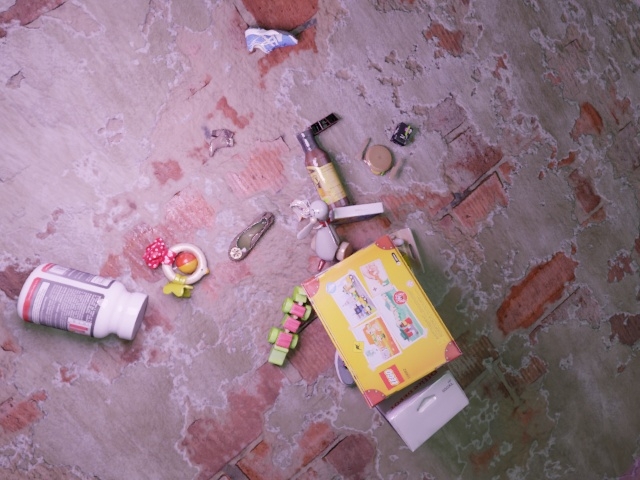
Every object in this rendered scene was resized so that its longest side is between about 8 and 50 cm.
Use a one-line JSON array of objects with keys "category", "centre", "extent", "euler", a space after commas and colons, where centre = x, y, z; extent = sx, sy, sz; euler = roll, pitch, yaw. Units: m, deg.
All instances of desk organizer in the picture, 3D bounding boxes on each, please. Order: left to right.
[{"category": "desk organizer", "centre": [0.012, -0.486, 1.677], "extent": [0.130, 0.050, 0.047], "euler": [-34, 99, -10]}]

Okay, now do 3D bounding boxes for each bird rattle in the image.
[{"category": "bird rattle", "centre": [-0.550, 0.095, 1.554], "extent": [0.206, 0.143, 0.254], "euler": [-27, 85, -22]}]

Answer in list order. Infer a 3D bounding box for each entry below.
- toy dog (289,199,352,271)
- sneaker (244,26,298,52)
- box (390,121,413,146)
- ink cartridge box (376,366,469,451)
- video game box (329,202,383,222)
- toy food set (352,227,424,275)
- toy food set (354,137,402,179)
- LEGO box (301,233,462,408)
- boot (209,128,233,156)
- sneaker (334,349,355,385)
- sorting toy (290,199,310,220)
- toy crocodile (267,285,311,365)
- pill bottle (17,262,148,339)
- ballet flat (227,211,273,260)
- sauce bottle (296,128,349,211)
[{"category": "toy dog", "centre": [0.000, 0.000, 1.557], "extent": [0.334, 0.220, 0.161], "euler": [49, 57, -38]}, {"category": "sneaker", "centre": [-0.196, -0.796, 1.611], "extent": [0.211, 0.080, 0.081], "euler": [2, 98, -4]}, {"category": "box", "centre": [0.355, -0.463, 1.757], "extent": [0.062, 0.052, 0.083], "euler": [26, 87, -13]}, {"category": "ink cartridge box", "centre": [0.350, 0.601, 1.615], "extent": [0.285, 0.395, 0.166], "euler": [-37, 99, -9]}, {"category": "video game box", "centre": [0.129, -0.106, 1.646], "extent": [0.205, 0.187, 0.048], "euler": [-8, 87, -13]}, {"category": "toy food set", "centre": [0.298, 0.102, 1.721], "extent": [0.306, 0.092, 0.220], "euler": [-24, 98, -23]}, {"category": "toy food set", "centre": [0.250, -0.352, 1.749], "extent": [0.192, 0.038, 0.133], "euler": [30, 78, -7]}, {"category": "LEGO box", "centre": [0.216, 0.287, 1.499], "extent": [0.372, 0.193, 0.501], "euler": [-30, 80, 1]}, {"category": "boot", "centre": [-0.390, -0.384, 1.592], "extent": [0.086, 0.042, 0.119], "euler": [7, 91, -15]}, {"category": "sneaker", "centre": [0.141, 0.480, 1.673], "extent": [0.123, 0.178, 0.296], "euler": [1, 92, -13]}, {"category": "sorting toy", "centre": [-0.072, -0.135, 1.680], "extent": [0.075, 0.044, 0.083], "euler": [-32, 99, -30]}, {"category": "toy crocodile", "centre": [-0.126, 0.347, 1.645], "extent": [0.115, 0.105, 0.341], "euler": [25, 87, -13]}, {"category": "pill bottle", "centre": [-0.825, 0.226, 1.424], "extent": [0.362, 0.210, 0.210], "euler": [19, 88, -13]}, {"category": "ballet flat", "centre": [-0.280, -0.018, 1.620], "extent": [0.084, 0.058, 0.250], "euler": [44, 82, -10]}, {"category": "sauce bottle", "centre": [0.005, -0.287, 1.655], "extent": [0.111, 0.111, 0.345], "euler": [-27, 96, -11]}]
